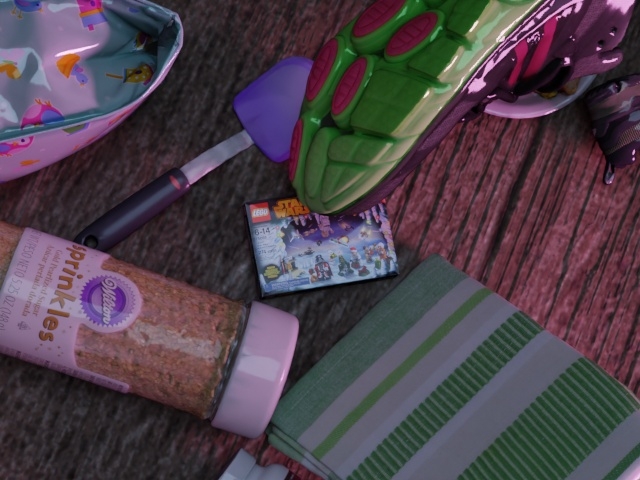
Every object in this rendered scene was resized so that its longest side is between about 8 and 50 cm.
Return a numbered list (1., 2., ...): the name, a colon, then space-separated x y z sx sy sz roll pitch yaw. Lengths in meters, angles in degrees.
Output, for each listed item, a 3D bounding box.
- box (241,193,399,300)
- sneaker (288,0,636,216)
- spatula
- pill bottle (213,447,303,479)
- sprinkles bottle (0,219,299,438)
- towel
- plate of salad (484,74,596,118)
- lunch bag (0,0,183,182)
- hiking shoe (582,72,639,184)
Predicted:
1. box: 0.000 0.000 1.809 0.137 0.027 0.094 -10 81 -11
2. sneaker: 0.171 -0.181 1.738 0.483 0.185 0.202 -43 128 8
3. spatula: -0.112 -0.072 1.801 0.296 0.030 0.084 -35 86 -13
4. pill bottle: -0.032 0.259 1.726 0.152 0.086 0.086 38 76 -2
5. sprinkles bottle: -0.203 0.071 1.714 0.355 0.121 0.121 19 77 -5
6. towel: 0.131 0.172 1.703 0.248 0.038 0.325 -43 51 -14
7. plate of salad: 0.193 -0.220 1.871 0.199 0.048 0.200 2 80 -9
8. lunch bag: -0.255 -0.145 1.691 0.262 0.223 0.160 -17 86 -13
9. hiking shoe: 0.375 -0.120 1.876 0.226 0.086 0.114 -11 95 -5
